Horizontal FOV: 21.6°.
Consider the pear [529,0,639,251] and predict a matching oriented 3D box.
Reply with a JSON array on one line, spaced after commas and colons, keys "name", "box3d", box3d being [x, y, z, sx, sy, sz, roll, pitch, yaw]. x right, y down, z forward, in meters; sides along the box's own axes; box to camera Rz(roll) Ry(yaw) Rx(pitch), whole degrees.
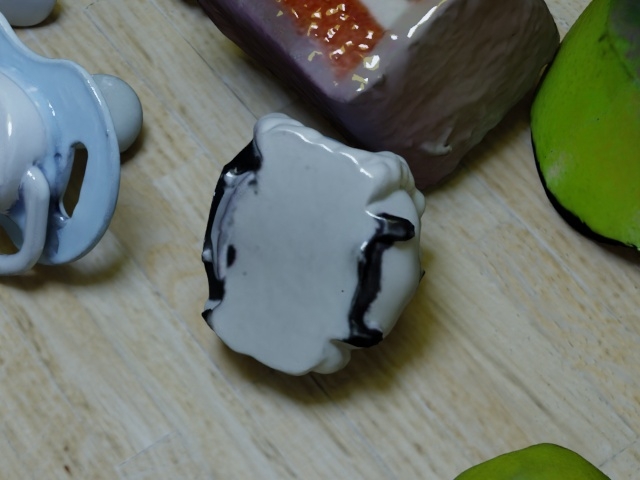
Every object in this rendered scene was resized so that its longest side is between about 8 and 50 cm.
[{"name": "pear", "box3d": [0.387, -0.139, 1.528, 0.398, 0.165, 0.399, -3, 54, 4]}]

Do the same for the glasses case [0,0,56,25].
[{"name": "glasses case", "box3d": [-0.380, -0.291, 1.723, 0.233, 0.092, 0.059, 26, 52, -21]}]

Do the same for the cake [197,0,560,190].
[{"name": "cake", "box3d": [0.044, -0.228, 1.575, 0.237, 0.230, 0.309, -46, 61, 2]}]

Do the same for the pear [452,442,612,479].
[{"name": "pear", "box3d": [0.169, 0.265, 1.273, 0.180, 0.166, 0.216, -11, 72, -18]}]

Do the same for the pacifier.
[{"name": "pacifier", "box3d": [-0.260, -0.096, 1.590, 0.287, 0.238, 0.225, 32, 32, 33]}]

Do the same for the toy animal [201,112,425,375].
[{"name": "toy animal", "box3d": [0.000, 0.000, 1.476, 0.204, 0.208, 0.156, 20, 15, 17]}]
